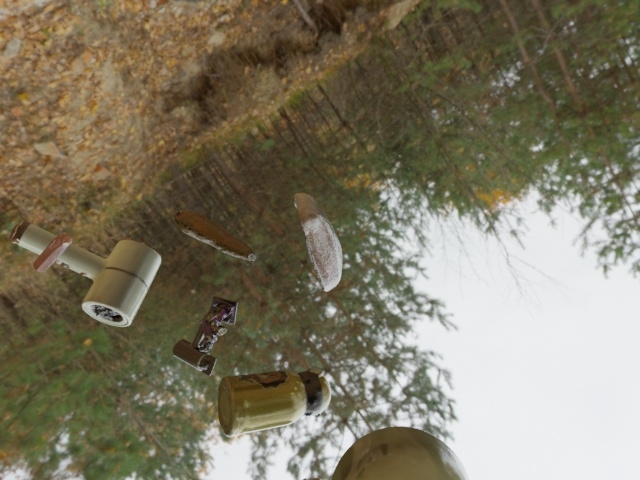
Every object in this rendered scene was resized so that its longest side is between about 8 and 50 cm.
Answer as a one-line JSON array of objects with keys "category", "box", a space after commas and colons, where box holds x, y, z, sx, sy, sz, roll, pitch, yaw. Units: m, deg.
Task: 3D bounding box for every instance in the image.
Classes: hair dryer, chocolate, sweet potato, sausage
[{"category": "hair dryer", "box": [-0.605, 0.052, 1.154, 0.128, 0.361, 0.203, -35, -148, 47]}, {"category": "chocolate", "box": [0.000, 0.000, 1.362, 0.100, 0.303, 0.185, -18, -147, 4]}, {"category": "sweet potato", "box": [-0.310, -0.011, 1.361, 0.075, 0.273, 0.075, -59, 178, -4]}, {"category": "hair dryer", "box": [-0.462, 0.385, 1.838, 0.195, 0.078, 0.249, 18, -96, 29]}, {"category": "sausage", "box": [-0.576, 0.027, 0.991, 0.147, 0.035, 0.030, -31, 178, 31]}]

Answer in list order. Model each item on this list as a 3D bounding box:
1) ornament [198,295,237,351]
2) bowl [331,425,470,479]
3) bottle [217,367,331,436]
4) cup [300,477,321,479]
[{"category": "ornament", "box": [-0.309, 0.257, 1.319, 0.088, 0.081, 0.203, 11, -150, 2]}, {"category": "bowl", "box": [0.188, 0.619, 1.017, 0.353, 0.354, 0.185, -34, 174, 0]}, {"category": "bottle", "box": [-0.133, 0.491, 1.442, 0.351, 0.172, 0.171, 0, 172, -29]}, {"category": "cup", "box": [-0.044, 1.038, 1.579, 0.253, 0.372, 0.253, -25, 166, -7]}]
